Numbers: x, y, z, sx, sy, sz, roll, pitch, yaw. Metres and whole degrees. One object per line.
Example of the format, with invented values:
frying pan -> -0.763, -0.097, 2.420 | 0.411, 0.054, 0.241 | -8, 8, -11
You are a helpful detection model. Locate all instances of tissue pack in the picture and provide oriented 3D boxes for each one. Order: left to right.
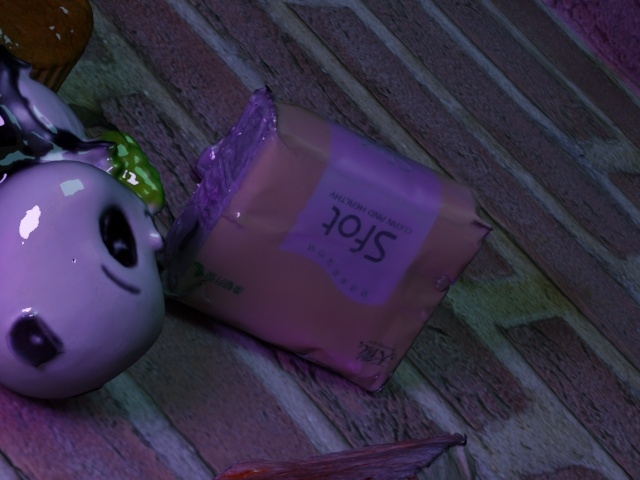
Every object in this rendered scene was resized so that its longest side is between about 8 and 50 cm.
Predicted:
tissue pack -> 0.000, 0.000, 1.842 | 0.257, 0.215, 0.123 | 24, 18, -29

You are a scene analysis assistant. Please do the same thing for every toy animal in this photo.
toy animal -> -0.227, -0.011, 1.556 | 0.267, 0.212, 0.212 | 43, 25, 18

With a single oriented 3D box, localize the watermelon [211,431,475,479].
watermelon -> 0.016, 0.272, 1.359 | 0.283, 0.250, 0.293 | 7, 10, 45

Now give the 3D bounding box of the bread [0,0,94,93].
bread -> -0.342, -0.214, 1.825 | 0.253, 0.142, 0.227 | 38, 33, -4

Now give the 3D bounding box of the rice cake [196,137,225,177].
rice cake -> -0.021, -0.009, 2.008 | 0.270, 0.049, 0.055 | 42, 26, 8
